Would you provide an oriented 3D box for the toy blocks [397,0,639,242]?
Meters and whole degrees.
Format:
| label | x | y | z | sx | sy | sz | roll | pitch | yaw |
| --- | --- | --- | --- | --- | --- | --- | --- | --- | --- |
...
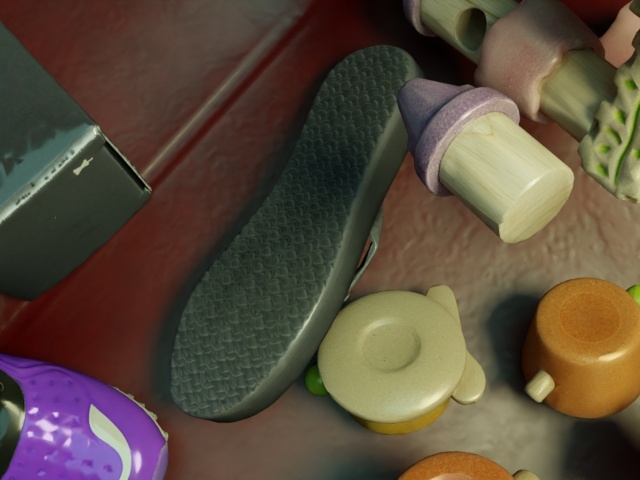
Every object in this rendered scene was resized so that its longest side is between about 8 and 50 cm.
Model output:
| label | x | y | z | sx | sy | sz | roll | pitch | yaw |
| --- | --- | --- | --- | --- | --- | --- | --- | --- | --- |
| toy blocks | 0.118 | -0.191 | 0.435 | 0.309 | 0.288 | 0.260 | -15 | 50 | -35 |

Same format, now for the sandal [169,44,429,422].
| label | x | y | z | sx | sy | sz | roll | pitch | yaw |
| --- | --- | --- | --- | --- | --- | --- | --- | --- | --- |
| sandal | 0.001 | 0.000 | 0.537 | 0.097 | 0.054 | 0.254 | 18 | 72 | 44 |

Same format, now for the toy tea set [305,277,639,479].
| label | x | y | z | sx | sy | sz | roll | pitch | yaw |
| --- | --- | --- | --- | --- | --- | --- | --- | --- | --- |
| toy tea set | 0.164 | 0.118 | 0.513 | 0.336 | 0.124 | 0.200 | -9 | 51 | 5 |

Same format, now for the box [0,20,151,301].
| label | x | y | z | sx | sy | sz | roll | pitch | yaw |
| --- | --- | --- | --- | --- | --- | --- | --- | --- | --- |
| box | -0.212 | -0.078 | 0.511 | 0.108 | 0.153 | 0.207 | -42 | 82 | -7 |

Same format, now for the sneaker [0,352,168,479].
| label | x | y | z | sx | sy | sz | roll | pitch | yaw |
| --- | --- | --- | --- | --- | --- | --- | --- | --- | --- |
| sneaker | -0.232 | 0.095 | 0.483 | 0.293 | 0.146 | 0.102 | 16 | 80 | 3 |
